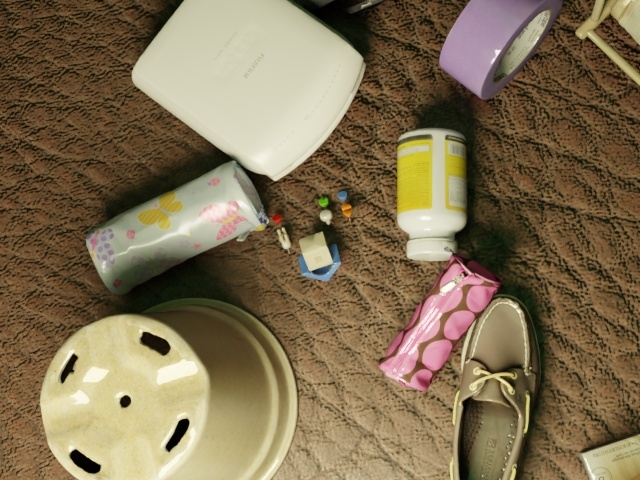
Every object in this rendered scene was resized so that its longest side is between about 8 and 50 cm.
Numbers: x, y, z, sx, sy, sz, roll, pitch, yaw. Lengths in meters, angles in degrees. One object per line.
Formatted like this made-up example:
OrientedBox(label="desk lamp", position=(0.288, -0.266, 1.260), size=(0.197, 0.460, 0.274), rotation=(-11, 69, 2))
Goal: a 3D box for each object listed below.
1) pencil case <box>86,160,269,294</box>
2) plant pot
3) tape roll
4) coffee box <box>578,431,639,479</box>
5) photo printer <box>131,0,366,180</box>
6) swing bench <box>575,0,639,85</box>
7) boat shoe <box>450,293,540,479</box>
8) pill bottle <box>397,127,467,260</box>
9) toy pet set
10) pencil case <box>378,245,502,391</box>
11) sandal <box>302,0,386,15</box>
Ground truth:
OrientedBox(label="pencil case", position=(-0.217, -0.018, 1.548), size=(0.273, 0.124, 0.113), rotation=(-24, 57, 4))
OrientedBox(label="plant pot", position=(-0.223, 0.224, 1.406), size=(0.334, 0.305, 0.333), rotation=(-2, 79, 10))
OrientedBox(label="tape roll", position=(0.263, -0.304, 1.478), size=(0.080, 0.189, 0.189), rotation=(40, 88, 14))
OrientedBox(label="coffee box", position=(0.458, 0.381, 1.361), size=(0.141, 0.098, 0.246), rotation=(-21, 77, 6))
OrientedBox(label="photo printer", position=(-0.103, -0.259, 1.576), size=(0.307, 0.107, 0.256), rotation=(38, 88, 14))
OrientedBox(label="swing bench", position=(0.538, -0.315, 1.403), size=(0.255, 0.165, 0.253), rotation=(-41, 76, -2))
OrientedBox(label="boat shoe", position=(0.243, 0.231, 1.428), size=(0.117, 0.097, 0.324), rotation=(9, 81, 12))
OrientedBox(label="pill bottle", position=(0.164, -0.066, 1.495), size=(0.103, 0.103, 0.184), rotation=(0, 79, 10))
OrientedBox(label="toy pet set", position=(0.000, 0.000, 1.547), size=(0.122, 0.065, 0.114), rotation=(-19, 42, 3))
OrientedBox(label="pencil case", position=(0.164, 0.117, 1.441), size=(0.095, 0.098, 0.209), rotation=(33, 101, 12))
OrientedBox(label="sandal", position=(0.096, -0.391, 1.579), size=(0.255, 0.097, 0.054), rotation=(-16, 104, 8))
